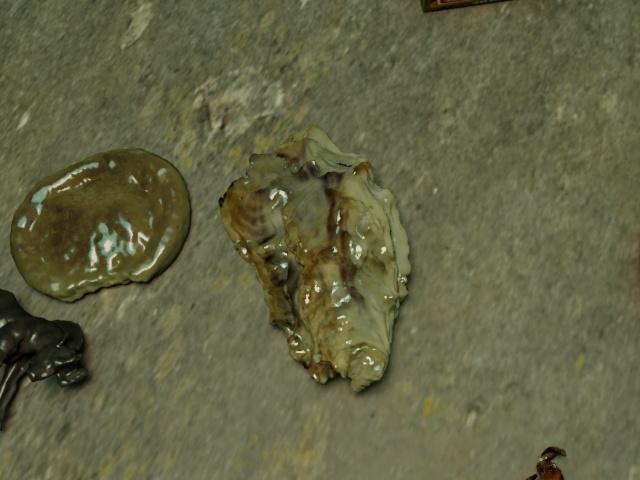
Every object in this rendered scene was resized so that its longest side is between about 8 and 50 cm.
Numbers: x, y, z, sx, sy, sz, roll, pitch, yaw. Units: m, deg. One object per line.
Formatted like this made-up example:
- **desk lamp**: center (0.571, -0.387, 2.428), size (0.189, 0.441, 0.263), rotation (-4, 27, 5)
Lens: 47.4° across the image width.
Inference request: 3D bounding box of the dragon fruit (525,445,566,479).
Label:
- **dragon fruit**: center (0.188, 0.274, 0.691), size (0.094, 0.094, 0.190), rotation (23, 65, 18)

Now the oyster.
- **oyster**: center (0.002, -0.002, 0.844), size (0.201, 0.107, 0.355), rotation (-28, 63, -1)

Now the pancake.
- **pancake**: center (-0.284, -0.027, 0.933), size (0.236, 0.042, 0.223), rotation (3, 67, 11)

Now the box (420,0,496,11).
- **box**: center (0.223, -0.426, 0.974), size (0.194, 0.177, 0.148), rotation (-6, 63, 6)

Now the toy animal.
- **toy animal**: center (-0.380, 0.121, 0.867), size (0.232, 0.084, 0.148), rotation (29, 55, 27)
